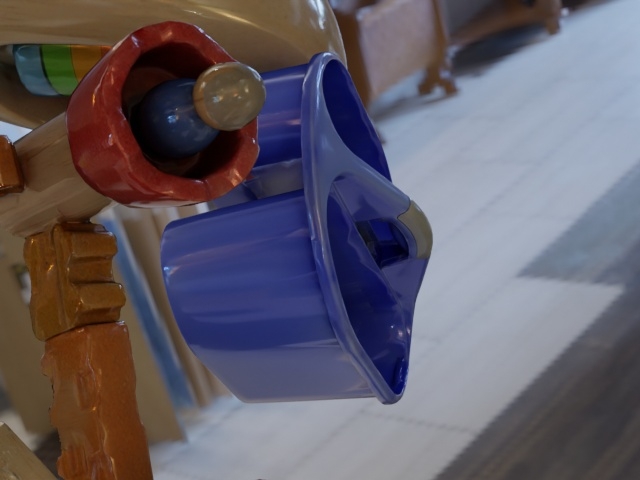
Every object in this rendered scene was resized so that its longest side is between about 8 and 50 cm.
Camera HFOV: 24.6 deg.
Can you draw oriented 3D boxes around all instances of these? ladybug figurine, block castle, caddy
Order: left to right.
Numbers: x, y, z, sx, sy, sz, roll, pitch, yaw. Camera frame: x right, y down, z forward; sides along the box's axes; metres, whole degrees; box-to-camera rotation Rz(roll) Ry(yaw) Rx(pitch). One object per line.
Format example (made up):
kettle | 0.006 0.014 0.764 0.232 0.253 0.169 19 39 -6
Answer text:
block castle | -0.208 0.068 0.555 0.453 0.303 0.213 -4 -11 -41
ladybug figurine | -0.190 -0.202 1.344 0.449 0.305 0.162 5 70 12
caddy | 0.000 0.000 1.178 0.179 0.341 0.241 -8 65 12

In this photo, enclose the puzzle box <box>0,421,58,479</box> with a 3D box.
puzzle box | -0.285 0.261 1.202 0.409 0.272 0.052 -9 35 49
